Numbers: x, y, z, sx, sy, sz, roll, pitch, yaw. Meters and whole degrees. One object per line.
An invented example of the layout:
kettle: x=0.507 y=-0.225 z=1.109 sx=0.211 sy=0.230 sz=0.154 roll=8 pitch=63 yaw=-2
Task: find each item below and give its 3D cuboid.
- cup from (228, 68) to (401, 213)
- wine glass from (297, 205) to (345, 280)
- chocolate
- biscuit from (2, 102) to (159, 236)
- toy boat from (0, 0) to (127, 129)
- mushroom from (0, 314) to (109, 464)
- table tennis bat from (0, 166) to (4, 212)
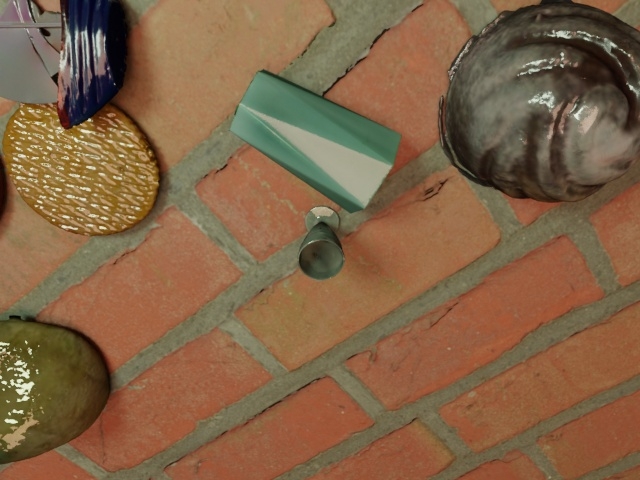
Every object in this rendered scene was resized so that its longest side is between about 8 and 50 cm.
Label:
cup: x=-0.012 y=-0.159 z=0.669 sx=0.235 sy=0.148 sz=0.134 roll=30 pitch=79 yaw=-8
wine glass: x=0.000 y=0.000 z=0.719 sx=0.073 sy=0.155 sz=0.074 roll=0 pitch=114 yaw=-1
chocolate: x=0.338 y=-0.179 z=0.610 sx=0.302 sy=0.213 sz=0.304 roll=-1 pitch=116 yaw=-1
biscuit: x=-0.398 y=-0.122 z=0.725 sx=0.253 sy=0.035 sz=0.254 roll=-1 pitch=115 yaw=-2
toy boat: x=-0.425 y=-0.261 z=0.629 sx=0.317 sy=0.072 sz=0.219 roll=-19 pitch=94 yaw=7
mushroom: x=-0.597 y=0.281 z=0.830 sx=0.291 sy=0.212 sz=0.218 roll=11 pitch=122 yaw=2
table tennis bat: x=-0.702 y=-0.064 z=0.746 sx=0.267 sy=0.051 sz=0.415 roll=24 pitch=110 yaw=-11
